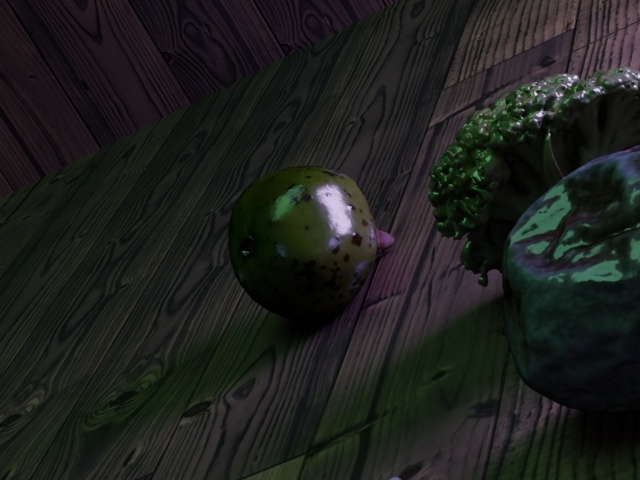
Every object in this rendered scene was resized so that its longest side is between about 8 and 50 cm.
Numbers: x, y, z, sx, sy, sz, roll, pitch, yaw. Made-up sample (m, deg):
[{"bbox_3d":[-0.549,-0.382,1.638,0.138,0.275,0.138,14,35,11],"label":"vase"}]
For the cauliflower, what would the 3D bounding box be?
[{"bbox_3d":[0.278,-0.040,2.002,0.260,0.281,0.327,-17,-21,-39],"label":"cauliflower"}]

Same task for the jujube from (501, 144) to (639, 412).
[{"bbox_3d":[0.308,0.039,1.686,0.308,0.215,0.246,-16,46,31],"label":"jujube"}]

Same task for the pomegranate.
[{"bbox_3d":[0.000,0.000,2.392,0.248,0.214,0.214,-2,-8,-44],"label":"pomegranate"}]

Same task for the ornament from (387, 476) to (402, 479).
[{"bbox_3d":[0.015,0.355,1.246,0.240,0.239,0.240,-29,17,8],"label":"ornament"}]
